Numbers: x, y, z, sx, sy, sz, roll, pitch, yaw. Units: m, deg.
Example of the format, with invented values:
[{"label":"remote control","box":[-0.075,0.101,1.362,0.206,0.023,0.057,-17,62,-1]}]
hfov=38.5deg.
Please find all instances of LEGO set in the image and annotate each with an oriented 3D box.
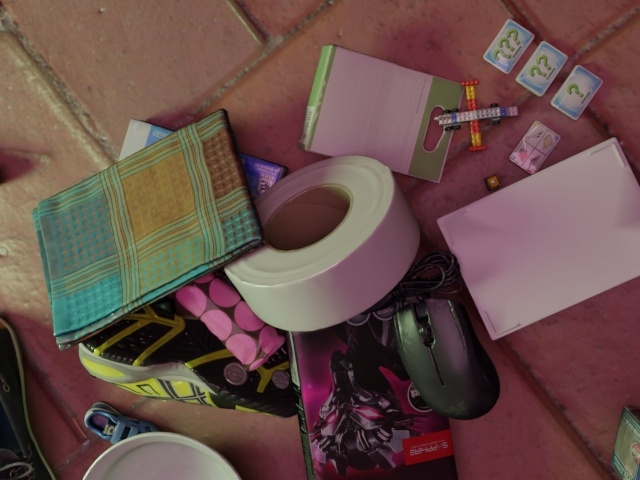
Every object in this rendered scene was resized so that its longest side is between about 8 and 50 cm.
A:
[{"label":"LEGO set","box":[0.301,-0.204,1.440,0.182,0.060,0.244,36,93,5]}]

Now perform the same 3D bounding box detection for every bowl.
[{"label":"bowl","box":[-0.239,0.444,1.504,0.297,0.134,0.298,0,93,8]}]

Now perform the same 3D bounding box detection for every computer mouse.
[{"label":"computer mouse","box":[0.165,0.163,1.346,0.188,0.072,0.272,-24,104,28]}]

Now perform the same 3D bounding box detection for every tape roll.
[{"label":"tape roll","box":[0.000,0.000,1.370,0.286,0.286,0.100,-26,125,8]}]

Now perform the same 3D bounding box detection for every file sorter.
[{"label":"file sorter","box":[0.342,-0.003,1.386,0.277,0.173,0.193,-25,88,8]}]

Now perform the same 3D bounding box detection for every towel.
[{"label":"towel","box":[-0.277,-0.024,1.415,0.370,0.040,0.272,-27,59,13]}]

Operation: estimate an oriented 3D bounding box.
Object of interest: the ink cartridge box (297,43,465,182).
[{"label":"ink cartridge box","box":[0.098,-0.201,1.473,0.235,0.056,0.171,13,95,-17]}]

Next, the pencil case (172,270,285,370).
[{"label":"pencil case","box":[-0.149,0.109,1.435,0.095,0.098,0.209,-43,86,-15]}]

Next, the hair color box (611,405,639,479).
[{"label":"hair color box","box":[0.630,0.347,1.363,0.347,0.174,0.105,11,93,7]}]

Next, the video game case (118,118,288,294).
[{"label":"video game case","box":[-0.218,-0.045,1.517,0.269,0.061,0.245,18,96,6]}]

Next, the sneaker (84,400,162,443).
[{"label":"sneaker","box":[-0.335,0.322,1.549,0.144,0.059,0.053,21,93,5]}]

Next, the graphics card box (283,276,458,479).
[{"label":"graphics card box","box":[0.078,0.254,1.445,0.232,0.094,0.371,-8,90,-10]}]

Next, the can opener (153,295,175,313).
[{"label":"can opener","box":[-0.338,0.106,1.540,0.186,0.059,0.073,-7,92,8]}]

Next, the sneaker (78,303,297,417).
[{"label":"sneaker","box":[-0.205,0.202,1.503,0.384,0.147,0.145,20,53,-7]}]

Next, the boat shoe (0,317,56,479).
[{"label":"boat shoe","box":[-0.554,0.372,1.535,0.186,0.156,0.501,-10,92,6]}]
